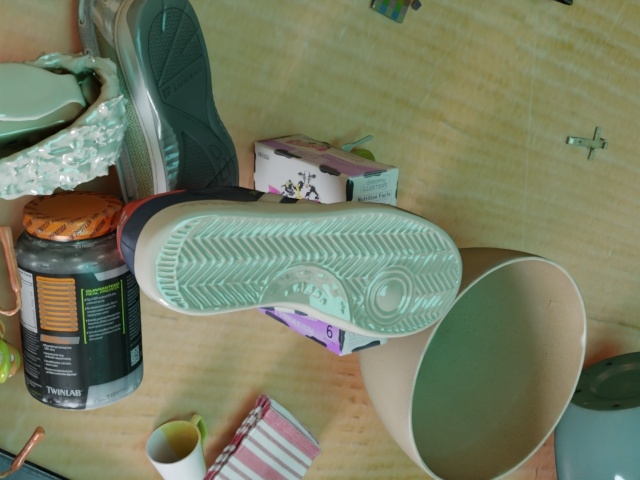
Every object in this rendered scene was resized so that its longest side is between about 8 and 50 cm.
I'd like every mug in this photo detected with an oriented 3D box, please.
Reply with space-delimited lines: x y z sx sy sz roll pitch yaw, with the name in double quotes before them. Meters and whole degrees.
"mug" -0.149 0.240 1.282 0.078 0.062 0.064 -30 132 -18

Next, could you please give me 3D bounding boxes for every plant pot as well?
"plant pot" 0.154 0.125 1.388 0.284 0.191 0.284 -16 117 -33
"plant pot" 0.471 0.301 1.657 0.293 0.293 0.235 -27 107 -28

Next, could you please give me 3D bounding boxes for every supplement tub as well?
"supplement tub" -0.231 0.055 1.106 0.117 0.117 0.190 -13 115 -34

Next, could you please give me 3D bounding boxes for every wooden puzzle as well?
"wooden puzzle" 0.083 -0.276 1.298 0.083 0.006 0.049 18 95 -41

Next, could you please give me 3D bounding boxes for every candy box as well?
"candy box" 0.000 0.000 1.234 0.070 0.165 0.196 -13 114 -36

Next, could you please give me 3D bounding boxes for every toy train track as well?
"toy train track" 0.368 -0.132 1.575 0.083 0.014 0.048 3 105 -38

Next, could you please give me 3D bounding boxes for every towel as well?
"towel" -0.089 0.289 1.362 0.197 0.029 0.144 -51 139 -10

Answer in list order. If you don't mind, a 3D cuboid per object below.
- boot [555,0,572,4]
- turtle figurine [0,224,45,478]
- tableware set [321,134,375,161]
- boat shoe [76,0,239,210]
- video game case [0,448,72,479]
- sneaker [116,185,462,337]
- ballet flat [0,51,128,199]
"boot" 0.270 -0.393 1.357 0.246 0.083 0.161 35 90 -40
"turtle figurine" -0.364 0.109 1.041 0.217 0.087 0.269 -6 120 -29
"tableware set" 0.023 -0.044 1.333 0.104 0.024 0.154 -24 122 -26
"boat shoe" -0.161 -0.094 1.128 0.118 0.103 0.320 -45 137 -40
"video game case" -0.307 0.344 1.220 0.274 0.026 0.196 38 82 -42
"sneaker" -0.029 0.007 1.090 0.350 0.148 0.131 10 99 -33
"ballet flat" -0.343 -0.089 0.926 0.409 0.147 0.147 -16 117 -29
